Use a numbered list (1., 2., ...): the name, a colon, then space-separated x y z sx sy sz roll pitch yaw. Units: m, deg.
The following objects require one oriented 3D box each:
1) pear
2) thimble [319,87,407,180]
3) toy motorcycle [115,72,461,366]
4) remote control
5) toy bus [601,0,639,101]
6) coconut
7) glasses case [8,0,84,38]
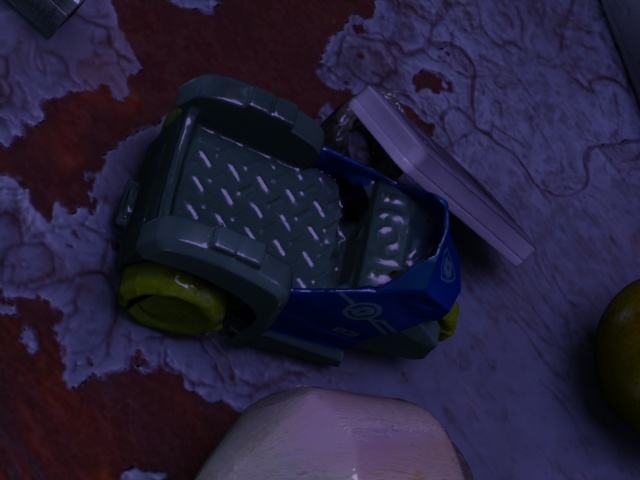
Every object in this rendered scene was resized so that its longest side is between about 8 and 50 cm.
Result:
1. pear: 0.352 0.114 1.747 0.198 0.198 0.198 11 65 -25
2. thimble: 0.038 -0.090 1.732 0.084 0.062 0.110 30 59 -17
3. toy motorcycle: 0.000 0.000 1.593 0.326 0.200 0.191 22 60 -18
4. remote control: 0.114 -0.056 1.681 0.103 0.034 0.250 53 11 36
5. toy bus: 0.405 -0.166 1.949 0.138 0.097 0.342 -11 75 -30
6. coconut: 0.000 0.222 1.498 0.234 0.224 0.224 -4 72 -32
7. glasses case: -0.292 -0.268 1.617 0.205 0.071 0.047 43 59 -8
